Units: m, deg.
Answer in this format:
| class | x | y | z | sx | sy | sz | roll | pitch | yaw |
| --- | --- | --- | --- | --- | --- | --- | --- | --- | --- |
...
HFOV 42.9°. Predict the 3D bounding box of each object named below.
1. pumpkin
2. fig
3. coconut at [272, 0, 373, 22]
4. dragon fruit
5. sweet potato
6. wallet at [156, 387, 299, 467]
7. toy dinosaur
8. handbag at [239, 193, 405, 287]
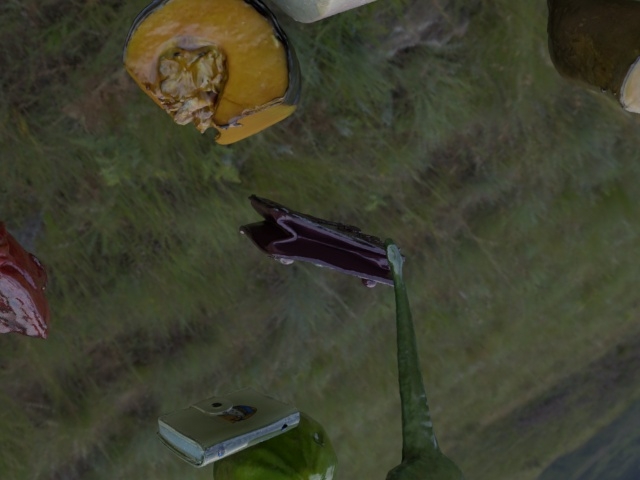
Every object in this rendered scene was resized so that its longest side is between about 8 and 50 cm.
| class | x | y | z | sx | sy | sz | roll | pitch | yaw |
| --- | --- | --- | --- | --- | --- | --- | --- | --- | --- |
| pumpkin | -0.182 | -0.314 | 1.459 | 0.256 | 0.303 | 0.225 | -53 | 180 | -8 |
| fig | -0.056 | 0.302 | 1.134 | 0.167 | 0.167 | 0.233 | -26 | 157 | -36 |
| coconut | -0.008 | -0.538 | 1.421 | 0.309 | 0.297 | 0.297 | -29 | 153 | -26 |
| dragon fruit | -0.466 | -0.016 | 0.986 | 0.205 | 0.316 | 0.152 | 104 | -2 | -49 |
| sweet potato | 0.250 | -0.205 | 0.704 | 0.112 | 0.085 | 0.286 | -30 | -151 | 36 |
| wallet | -0.118 | 0.234 | 1.028 | 0.155 | 0.110 | 0.039 | -11 | 109 | -44 |
| toy dinosaur | 0.103 | 0.246 | 0.783 | 0.087 | 0.447 | 0.301 | -10 | -164 | 2 |
| handbag | -0.001 | 0.003 | 1.183 | 0.216 | 0.203 | 0.074 | 18 | 95 | -21 |
